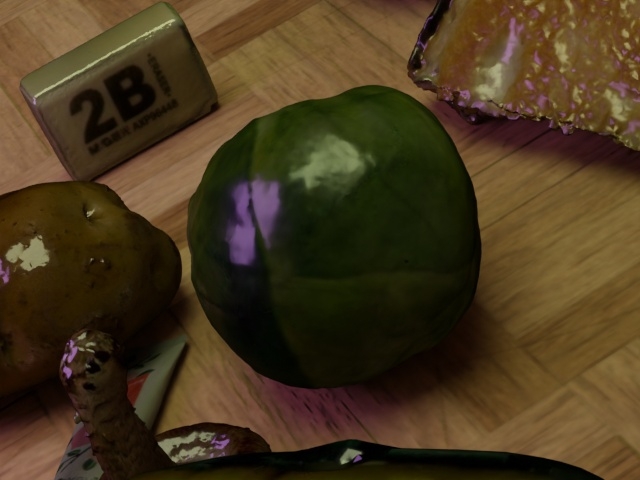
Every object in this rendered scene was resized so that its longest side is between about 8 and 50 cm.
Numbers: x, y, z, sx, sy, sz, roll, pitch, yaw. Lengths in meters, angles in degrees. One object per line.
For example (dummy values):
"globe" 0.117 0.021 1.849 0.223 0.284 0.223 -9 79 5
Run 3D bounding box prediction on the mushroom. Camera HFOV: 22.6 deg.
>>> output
"mushroom" -0.131 0.163 1.082 0.148 0.217 0.227 -12 39 15

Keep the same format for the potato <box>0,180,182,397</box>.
"potato" -0.300 0.055 1.368 0.369 0.176 0.195 -20 64 12

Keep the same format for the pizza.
"pizza" 0.293 -0.251 1.326 0.435 0.080 0.391 21 94 38

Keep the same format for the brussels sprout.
"brussels sprout" 0.000 0.000 1.226 0.210 0.219 0.271 -22 13 -25

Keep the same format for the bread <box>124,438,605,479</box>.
"bread" 0.034 0.247 0.894 0.377 0.208 0.251 -4 66 26

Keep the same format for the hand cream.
"hand cream" -0.165 0.154 1.264 0.080 0.050 0.234 -13 31 20

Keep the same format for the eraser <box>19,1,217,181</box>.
"eraser" -0.197 -0.146 1.584 0.172 0.117 0.058 -30 37 -9
